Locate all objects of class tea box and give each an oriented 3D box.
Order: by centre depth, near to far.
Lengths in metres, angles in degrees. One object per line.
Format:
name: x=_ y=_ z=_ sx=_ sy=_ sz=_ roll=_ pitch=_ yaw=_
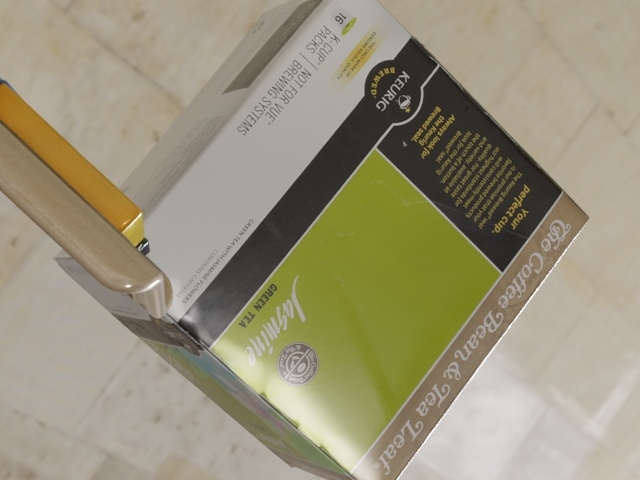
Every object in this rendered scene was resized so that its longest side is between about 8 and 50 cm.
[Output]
tea box: x=0.000 y=0.000 z=1.288 sx=0.323 sy=0.329 sz=0.220 roll=44 pitch=-16 yaw=-16

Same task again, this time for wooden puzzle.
wooden puzzle: x=-0.167 y=-0.046 z=0.829 sx=0.221 sy=0.044 sz=0.238 roll=43 pitch=-5 yaw=1
